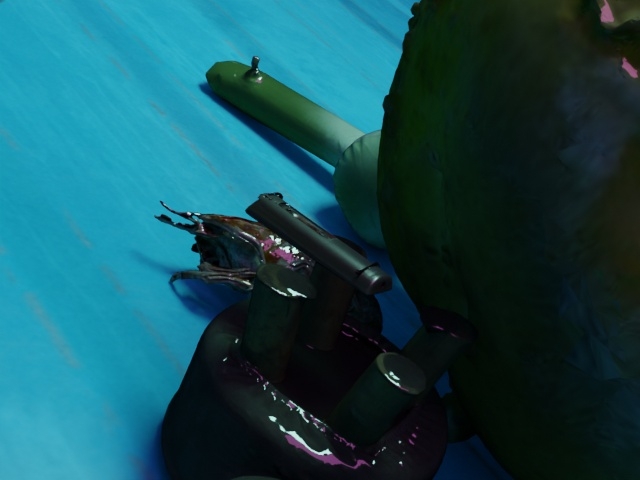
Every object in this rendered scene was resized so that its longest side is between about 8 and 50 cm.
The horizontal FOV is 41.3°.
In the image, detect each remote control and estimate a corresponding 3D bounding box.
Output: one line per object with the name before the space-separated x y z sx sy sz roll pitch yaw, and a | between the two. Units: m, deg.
remote control | 0.000 0.000 0.465 0.091 0.016 0.034 35 20 26

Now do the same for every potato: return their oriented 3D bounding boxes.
potato | 0.192 -0.011 0.556 0.319 0.385 0.442 -27 98 -55

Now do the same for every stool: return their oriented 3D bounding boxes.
stool | 0.006 0.101 0.462 0.153 0.139 0.228 16 27 -22

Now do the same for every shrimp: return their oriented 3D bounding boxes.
shrimp | -0.040 0.025 0.631 0.190 0.075 0.073 33 57 -10

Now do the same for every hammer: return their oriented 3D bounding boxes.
hammer | 0.015 -0.116 0.904 0.335 0.119 0.206 33 24 19
